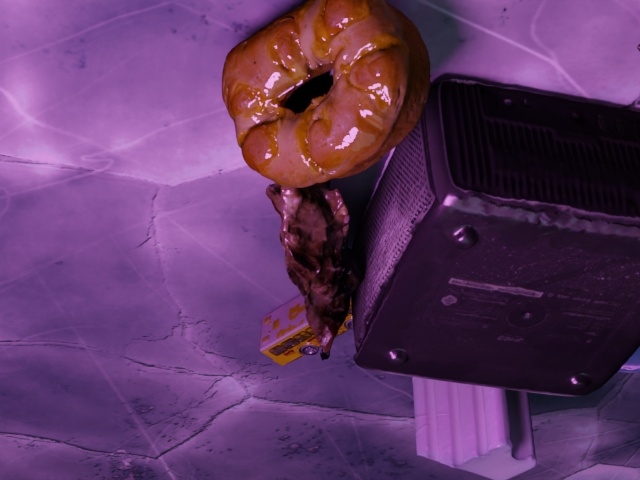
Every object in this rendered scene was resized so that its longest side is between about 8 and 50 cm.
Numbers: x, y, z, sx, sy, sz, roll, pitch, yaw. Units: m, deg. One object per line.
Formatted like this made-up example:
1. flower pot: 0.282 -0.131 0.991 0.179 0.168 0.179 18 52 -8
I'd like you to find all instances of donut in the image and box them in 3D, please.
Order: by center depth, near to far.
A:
1. donut: 0.009 -0.175 1.510 0.261 0.208 0.128 -23 169 34

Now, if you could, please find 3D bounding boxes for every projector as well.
1. projector: 0.270 0.014 1.736 0.395 0.242 0.405 10 140 -13

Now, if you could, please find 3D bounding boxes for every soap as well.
1. soap: 0.234 0.239 1.985 0.173 0.289 0.095 -32 131 32

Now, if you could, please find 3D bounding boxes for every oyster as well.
1. oyster: -0.003 -0.008 1.711 0.096 0.221 0.361 -16 143 1

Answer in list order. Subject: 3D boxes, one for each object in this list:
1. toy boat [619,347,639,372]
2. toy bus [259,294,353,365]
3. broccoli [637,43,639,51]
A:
1. toy boat: 0.519 0.155 2.061 0.238 0.098 0.109 -7 106 22
2. toy bus: 0.001 0.116 1.994 0.074 0.081 0.226 33 134 -30
3. broccoli: 0.518 -0.158 1.571 0.248 0.288 0.245 -31 167 -23
